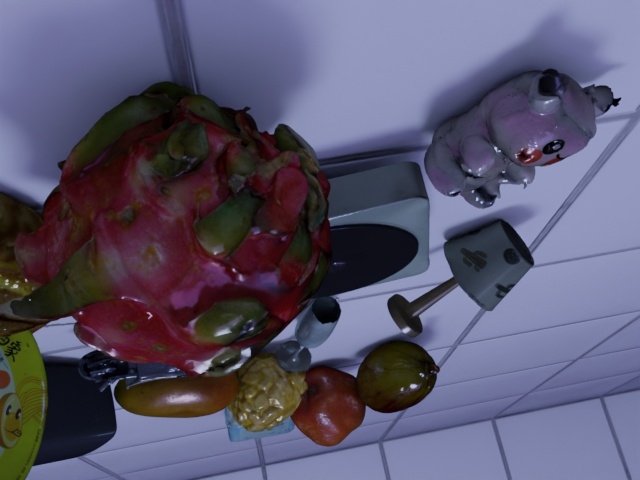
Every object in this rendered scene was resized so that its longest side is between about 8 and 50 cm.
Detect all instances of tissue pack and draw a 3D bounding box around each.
[{"bbox_3d":[-0.147,0.434,1.856,0.177,0.089,0.263,-8,160,-8],"label":"tissue pack"}]

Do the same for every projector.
[{"bbox_3d":[0.000,0.000,0.909,0.259,0.079,0.257,-14,157,3],"label":"projector"}]

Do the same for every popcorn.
[{"bbox_3d":[-0.108,0.294,1.460,0.180,0.170,0.180,1,143,1],"label":"popcorn"}]

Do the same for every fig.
[{"bbox_3d":[0.181,0.278,1.564,0.170,0.145,0.274,-10,166,-23],"label":"fig"}]

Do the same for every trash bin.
[{"bbox_3d":[-0.503,0.294,1.226,0.209,0.182,0.290,-28,158,29],"label":"trash bin"}]

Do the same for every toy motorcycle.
[{"bbox_3d":[-0.248,0.182,1.188,0.263,0.091,0.157,-9,165,-19],"label":"toy motorcycle"}]

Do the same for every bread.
[{"bbox_3d":[-0.356,0.033,0.789,0.181,0.096,0.222,-17,158,18],"label":"bread"}]

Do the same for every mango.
[{"bbox_3d":[-0.250,0.255,1.329,0.221,0.120,0.151,2,148,-32],"label":"mango"}]

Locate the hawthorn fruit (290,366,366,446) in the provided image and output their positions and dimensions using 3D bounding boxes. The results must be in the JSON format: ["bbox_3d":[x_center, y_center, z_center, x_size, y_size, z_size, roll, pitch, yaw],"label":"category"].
[{"bbox_3d":[0.012,0.368,1.672,0.189,0.189,0.189,-11,158,-4],"label":"hawthorn fruit"}]

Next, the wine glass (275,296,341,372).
[{"bbox_3d":[-0.019,0.165,1.313,0.074,0.074,0.262,-5,155,-18],"label":"wine glass"}]

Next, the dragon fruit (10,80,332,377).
[{"bbox_3d":[-0.128,-0.004,0.656,0.231,0.237,0.302,29,149,-29],"label":"dragon fruit"}]

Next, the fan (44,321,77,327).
[{"bbox_3d":[-0.282,0.115,1.124,0.329,0.009,0.191,-2,159,-28],"label":"fan"}]

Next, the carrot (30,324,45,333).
[{"bbox_3d":[-0.436,0.122,1.014,0.336,0.069,0.069,-29,153,21],"label":"carrot"}]

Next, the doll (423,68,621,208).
[{"bbox_3d":[0.192,-0.104,0.746,0.192,0.095,0.149,-30,158,32],"label":"doll"}]

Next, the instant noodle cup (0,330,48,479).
[{"bbox_3d":[-0.516,0.203,0.876,0.221,0.311,0.311,-13,159,25],"label":"instant noodle cup"}]

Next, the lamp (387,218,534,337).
[{"bbox_3d":[0.204,0.063,1.102,0.214,0.121,0.121,-38,149,21],"label":"lamp"}]
